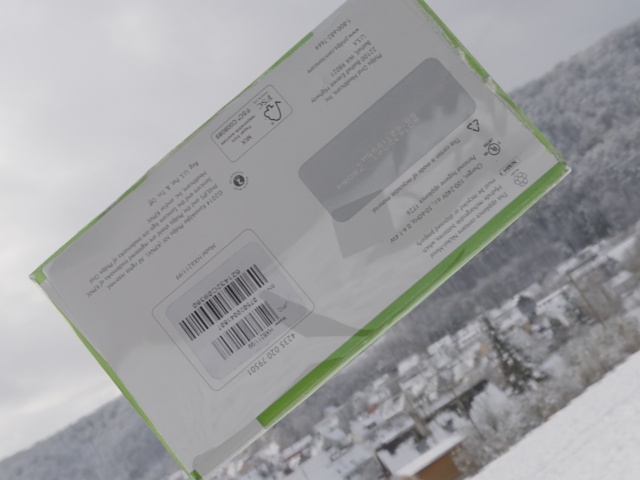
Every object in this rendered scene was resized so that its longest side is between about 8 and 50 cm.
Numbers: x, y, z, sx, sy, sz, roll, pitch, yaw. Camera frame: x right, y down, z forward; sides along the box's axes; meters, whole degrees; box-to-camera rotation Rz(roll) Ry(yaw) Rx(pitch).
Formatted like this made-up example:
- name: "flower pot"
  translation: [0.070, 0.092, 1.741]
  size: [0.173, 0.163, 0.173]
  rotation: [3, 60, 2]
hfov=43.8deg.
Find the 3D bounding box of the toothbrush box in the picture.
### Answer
- name: "toothbrush box"
  translation: [0.000, 0.000, 0.464]
  size: [0.206, 0.122, 0.283]
  rotation: [-40, -4, 1]
